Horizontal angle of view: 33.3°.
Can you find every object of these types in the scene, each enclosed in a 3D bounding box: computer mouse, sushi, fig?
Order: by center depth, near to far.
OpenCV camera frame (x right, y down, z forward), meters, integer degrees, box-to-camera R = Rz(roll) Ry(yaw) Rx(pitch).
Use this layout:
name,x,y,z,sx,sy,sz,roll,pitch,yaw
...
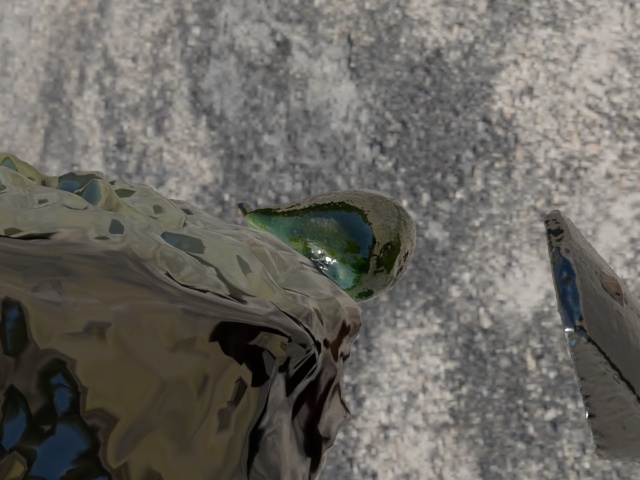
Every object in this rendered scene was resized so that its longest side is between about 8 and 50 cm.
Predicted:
name,x,y,z,sx,sy,sz,roll,pitch,yaw
sushi,-0.144,0.110,0.436,0.299,0.281,0.294,-146,73,-87
fig,0.000,0.000,1.004,0.178,0.117,0.117,6,95,25
computer mouse,0.282,0.098,1.029,0.087,0.295,0.168,-13,46,16
